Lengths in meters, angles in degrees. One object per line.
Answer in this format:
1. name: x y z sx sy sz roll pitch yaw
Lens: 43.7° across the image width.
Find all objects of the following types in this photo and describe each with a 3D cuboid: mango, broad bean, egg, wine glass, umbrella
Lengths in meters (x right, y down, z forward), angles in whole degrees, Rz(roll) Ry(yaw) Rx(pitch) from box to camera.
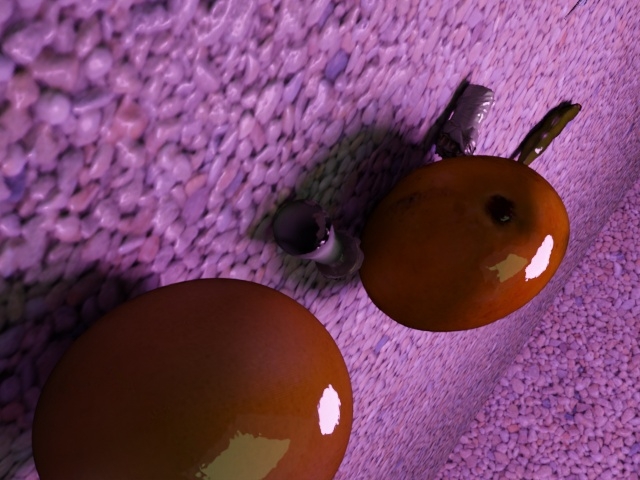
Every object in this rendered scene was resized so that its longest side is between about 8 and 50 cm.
1. mango: 0.212 0.010 1.174 0.300 0.232 0.445 -27 169 10
2. broad bean: 0.475 -0.229 1.642 0.297 0.043 0.060 -41 161 -35
3. egg: -0.111 0.161 0.741 0.322 0.250 0.250 -3 122 -52
4. wine glass: 0.000 0.000 0.983 0.072 0.072 0.155 -57 157 -2
5. umbrella: 0.214 -0.166 1.200 0.067 0.062 0.144 20 92 -30

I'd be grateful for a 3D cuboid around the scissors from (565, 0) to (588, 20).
1. scissors: 0.460 -0.419 1.429 0.083 0.006 0.036 -47 152 -22
